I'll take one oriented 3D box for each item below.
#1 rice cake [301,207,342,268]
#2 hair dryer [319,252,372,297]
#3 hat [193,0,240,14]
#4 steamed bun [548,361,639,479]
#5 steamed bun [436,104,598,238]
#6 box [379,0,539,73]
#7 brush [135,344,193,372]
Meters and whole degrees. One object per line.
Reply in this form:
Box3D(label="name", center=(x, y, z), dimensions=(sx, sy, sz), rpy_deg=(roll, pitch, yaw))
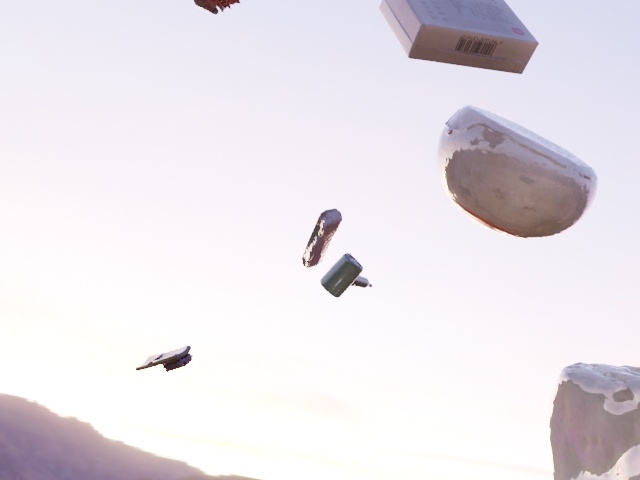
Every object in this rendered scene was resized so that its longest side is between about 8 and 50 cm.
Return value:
Box3D(label="rice cake", center=(0.000, 0.000, 1.575), dimensions=(0.047, 0.036, 0.207), rpy_deg=(-14, -23, -20))
Box3D(label="hair dryer", center=(0.063, 0.072, 1.475), dimensions=(0.047, 0.071, 0.150), rpy_deg=(50, 14, 30))
Box3D(label="hat", center=(-0.166, -0.450, 1.157), dimensions=(0.236, 0.107, 0.286), rpy_deg=(11, -43, 15))
Box3D(label="steamed bun", center=(0.300, 0.194, 0.506), dimensions=(0.320, 0.206, 0.275), rpy_deg=(4, -8, 32))
Box3D(label="steamed bun", center=(0.321, -0.102, 1.409), dimensions=(0.283, 0.177, 0.283), rpy_deg=(24, 16, -7))
Box3D(label="box", center=(0.201, -0.315, 1.207), dimensions=(0.201, 0.141, 0.058), rpy_deg=(1, -45, -25))
Box3D(label="brush", center=(-0.317, 0.247, 1.662), dimensions=(0.043, 0.036, 0.248), rpy_deg=(-30, 4, -34))
